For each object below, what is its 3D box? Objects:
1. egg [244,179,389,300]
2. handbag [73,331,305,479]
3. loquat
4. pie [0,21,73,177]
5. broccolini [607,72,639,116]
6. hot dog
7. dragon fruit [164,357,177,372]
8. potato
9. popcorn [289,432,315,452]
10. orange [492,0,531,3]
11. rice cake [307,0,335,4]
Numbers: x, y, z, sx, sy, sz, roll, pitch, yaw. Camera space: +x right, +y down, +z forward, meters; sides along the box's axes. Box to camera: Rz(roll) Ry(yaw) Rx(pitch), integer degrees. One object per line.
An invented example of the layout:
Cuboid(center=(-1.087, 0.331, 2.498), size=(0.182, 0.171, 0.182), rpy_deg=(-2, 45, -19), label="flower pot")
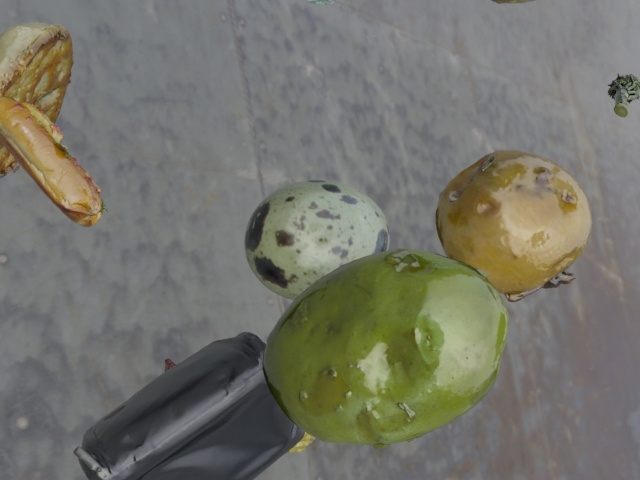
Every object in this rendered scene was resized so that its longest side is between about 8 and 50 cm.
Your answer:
Cuboid(center=(0.000, 0.000, 1.757), size=(0.379, 0.287, 0.288), rpy_deg=(-6, 81, -31), label="egg")
Cuboid(center=(-0.191, 0.253, 1.040), size=(0.302, 0.178, 0.275), rpy_deg=(-34, 139, -18), label="handbag")
Cuboid(center=(0.298, -0.020, 1.148), size=(0.244, 0.244, 0.244), rpy_deg=(23, 60, -46), label="loquat")
Cuboid(center=(-0.534, -0.242, 1.300), size=(0.092, 0.315, 0.315), rpy_deg=(28, 47, -1), label="pie")
Cuboid(center=(0.456, -0.216, 1.116), size=(0.054, 0.051, 0.239), rpy_deg=(53, 27, -1), label="broccolini")
Cuboid(center=(-0.388, -0.123, 1.051), size=(0.250, 0.076, 0.104), rpy_deg=(47, -11, 20), label="hot dog")
Cuboid(center=(-0.308, 0.315, 1.671), size=(0.063, 0.131, 0.097), rpy_deg=(-10, 114, -24), label="dragon fruit")
Cuboid(center=(0.061, 0.102, 0.708), size=(0.148, 0.253, 0.186), rpy_deg=(30, 58, -42), label="potato")
Cuboid(center=(-0.097, 0.443, 1.986), size=(0.249, 0.225, 0.249), rpy_deg=(6, 90, -88), label="popcorn")
Cuboid(center=(0.230, -0.426, 0.958), size=(0.368, 0.210, 0.271), rpy_deg=(15, 58, -15), label="orange")
Cuboid(center=(-0.011, -0.377, 0.792), size=(0.045, 0.042, 0.245), rpy_deg=(-12, 97, -47), label="rice cake")
